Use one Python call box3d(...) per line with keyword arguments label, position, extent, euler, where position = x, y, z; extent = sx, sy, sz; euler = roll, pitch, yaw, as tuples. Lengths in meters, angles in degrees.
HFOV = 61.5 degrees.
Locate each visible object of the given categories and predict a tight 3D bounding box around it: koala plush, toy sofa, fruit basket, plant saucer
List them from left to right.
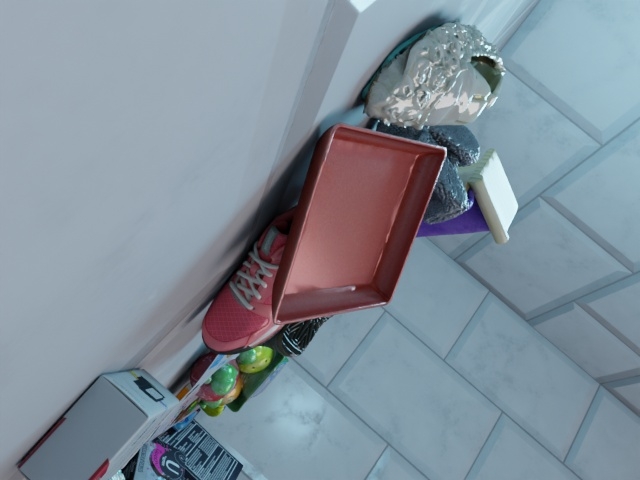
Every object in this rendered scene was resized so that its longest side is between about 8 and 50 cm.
box3d(label="fruit basket", position=(-0.221, 0.328, 1.303), extent=(0.327, 0.165, 0.353), euler=(-51, 172, 18))
box3d(label="plant saucer", position=(0.048, -0.023, 0.731), extent=(0.259, 0.047, 0.258), euler=(-1, 115, -48))
box3d(label="koala plush", position=(0.129, -0.131, 0.955), extent=(0.221, 0.203, 0.196), euler=(-26, -149, 47))
box3d(label="toy sofa", position=(0.197, -0.055, 1.113), extent=(0.362, 0.150, 0.177), euler=(-5, -143, 43))

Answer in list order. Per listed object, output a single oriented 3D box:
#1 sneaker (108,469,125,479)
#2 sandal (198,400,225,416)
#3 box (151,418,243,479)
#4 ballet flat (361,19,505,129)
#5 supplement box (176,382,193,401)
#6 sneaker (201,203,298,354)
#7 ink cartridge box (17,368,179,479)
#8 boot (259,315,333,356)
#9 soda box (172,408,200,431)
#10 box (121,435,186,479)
box3d(label="sneaker", position=(-0.411, 0.422, 0.744), extent=(0.283, 0.110, 0.122), euler=(-51, 159, -17))
box3d(label="sandal", position=(-0.307, 0.444, 1.684), extent=(0.138, 0.126, 0.317), euler=(-44, 175, -47))
box3d(label="box", position=(-0.431, 0.720, 1.684), extent=(0.183, 0.294, 0.296), euler=(-47, 176, 1))
box3d(label="ballet flat", position=(0.198, -0.238, 0.784), extent=(0.147, 0.147, 0.409), euler=(-52, 174, 37))
box3d(label="supplement box", position=(-0.369, 0.430, 1.506), extent=(0.062, 0.036, 0.098), euler=(-49, 176, 5))
box3d(label="sneaker", position=(-0.070, 0.029, 0.782), extent=(0.314, 0.116, 0.136), euler=(-45, 150, -4))
box3d(label="ink cartridge box", position=(-0.253, 0.228, 0.645), extent=(0.127, 0.072, 0.175), euler=(-49, 176, -11))
box3d(label="boot", position=(-0.075, 0.115, 0.916), extent=(0.189, 0.076, 0.208), euler=(-45, -158, -31))
box3d(label="soda box", position=(-0.420, 0.528, 1.643), extent=(0.071, 0.067, 0.210), euler=(-48, 176, -16))
box3d(label="box", position=(-0.436, 0.632, 1.325), extent=(0.163, 0.142, 0.247), euler=(-50, -160, 8))
